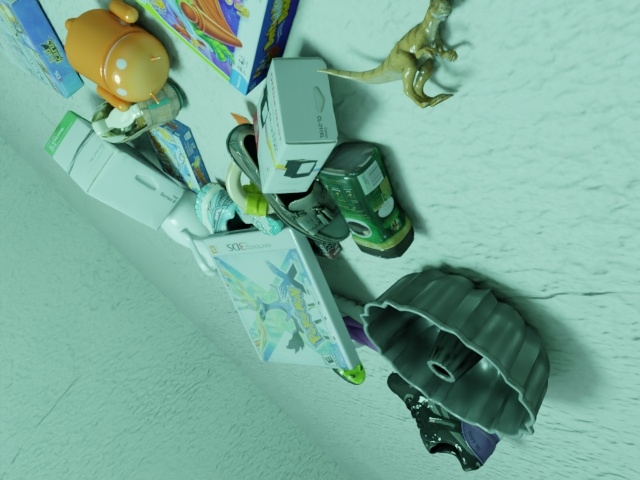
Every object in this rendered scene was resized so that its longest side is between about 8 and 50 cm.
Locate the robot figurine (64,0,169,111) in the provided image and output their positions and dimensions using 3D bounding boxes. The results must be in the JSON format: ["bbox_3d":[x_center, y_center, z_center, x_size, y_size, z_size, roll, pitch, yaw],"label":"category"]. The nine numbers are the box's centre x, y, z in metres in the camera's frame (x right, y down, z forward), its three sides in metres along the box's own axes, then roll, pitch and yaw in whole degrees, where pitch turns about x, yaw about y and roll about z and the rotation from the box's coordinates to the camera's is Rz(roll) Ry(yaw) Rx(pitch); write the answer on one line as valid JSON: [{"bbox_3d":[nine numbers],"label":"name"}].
[{"bbox_3d":[-0.355,-0.325,1.094,0.219,0.158,0.128,33,178,23],"label":"robot figurine"}]

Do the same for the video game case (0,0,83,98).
[{"bbox_3d":[-0.697,-0.488,1.446,0.244,0.061,0.269,33,157,24],"label":"video game case"}]

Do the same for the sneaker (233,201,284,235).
[{"bbox_3d":[-0.109,-0.063,1.226,0.166,0.076,0.065,31,154,52],"label":"sneaker"}]

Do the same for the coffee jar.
[{"bbox_3d":[0.073,-0.056,0.942,0.096,0.079,0.184,17,146,45],"label":"coffee jar"}]

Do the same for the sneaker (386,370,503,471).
[{"bbox_3d":[0.243,0.389,1.364,0.283,0.124,0.107,26,152,36],"label":"sneaker"}]

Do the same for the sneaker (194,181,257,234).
[{"bbox_3d":[-0.193,-0.003,1.445,0.122,0.110,0.283,23,152,32],"label":"sneaker"}]

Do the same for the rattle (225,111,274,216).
[{"bbox_3d":[-0.110,-0.156,1.128,0.130,0.142,0.199,-9,116,22],"label":"rattle"}]

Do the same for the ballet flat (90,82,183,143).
[{"bbox_3d":[-0.400,-0.252,1.263,0.316,0.106,0.107,-9,113,49],"label":"ballet flat"}]

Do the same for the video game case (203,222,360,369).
[{"bbox_3d":[-0.090,0.124,1.333,0.300,0.036,0.328,-6,113,46],"label":"video game case"}]

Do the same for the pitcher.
[{"bbox_3d":[-0.309,-0.019,1.538,0.207,0.125,0.177,49,-163,-23],"label":"pitcher"}]

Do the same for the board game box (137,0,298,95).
[{"bbox_3d":[-0.129,-0.353,0.730,0.233,0.078,0.347,41,158,2],"label":"board game box"}]

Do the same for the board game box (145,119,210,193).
[{"bbox_3d":[-0.322,-0.198,1.392,0.136,0.035,0.201,32,155,24],"label":"board game box"}]

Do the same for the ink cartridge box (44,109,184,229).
[{"bbox_3d":[-0.485,-0.167,1.464,0.289,0.121,0.211,35,-179,43],"label":"ink cartridge box"}]

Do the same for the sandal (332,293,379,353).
[{"bbox_3d":[0.038,0.204,1.446,0.416,0.102,0.169,9,141,54],"label":"sandal"}]

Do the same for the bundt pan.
[{"bbox_3d":[0.234,0.174,1.039,0.331,0.124,0.330,35,156,18],"label":"bundt pan"}]

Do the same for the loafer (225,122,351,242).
[{"bbox_3d":[-0.047,-0.084,1.025,0.267,0.096,0.084,42,177,-16],"label":"loafer"}]

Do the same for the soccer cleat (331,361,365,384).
[{"bbox_3d":[0.030,0.260,1.390,0.179,0.060,0.072,39,148,23],"label":"soccer cleat"}]

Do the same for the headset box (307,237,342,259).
[{"bbox_3d":[0.000,0.000,1.227,0.062,0.032,0.083,14,143,50],"label":"headset box"}]

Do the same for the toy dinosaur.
[{"bbox_3d":[0.095,-0.197,0.696,0.211,0.064,0.112,-26,92,57],"label":"toy dinosaur"}]

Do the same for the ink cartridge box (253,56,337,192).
[{"bbox_3d":[-0.041,-0.156,0.876,0.175,0.072,0.127,129,134,-68],"label":"ink cartridge box"}]
